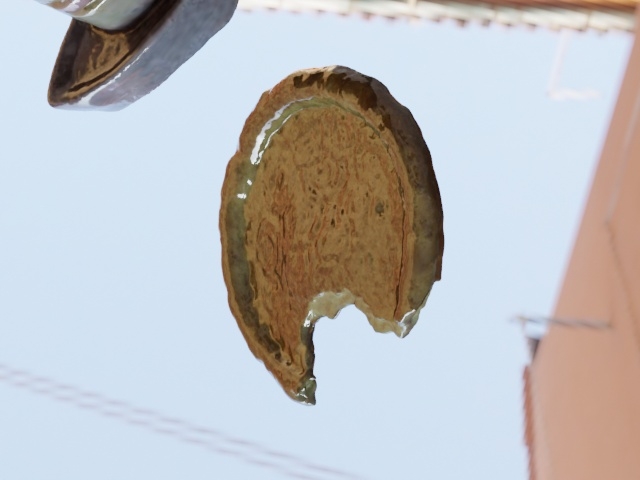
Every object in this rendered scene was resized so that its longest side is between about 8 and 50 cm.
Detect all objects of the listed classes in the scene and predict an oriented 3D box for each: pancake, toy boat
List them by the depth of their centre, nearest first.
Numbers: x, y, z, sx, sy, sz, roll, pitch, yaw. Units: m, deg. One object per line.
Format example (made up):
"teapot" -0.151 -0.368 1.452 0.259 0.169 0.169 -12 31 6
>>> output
"toy boat" -0.160 -0.246 1.416 0.276 0.293 0.111 -44 -128 -1
"pancake" 0.000 0.000 1.483 0.033 0.286 0.288 -3 -162 -35
